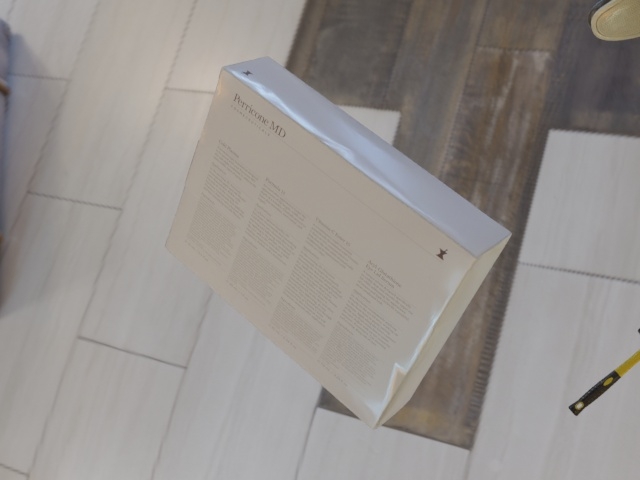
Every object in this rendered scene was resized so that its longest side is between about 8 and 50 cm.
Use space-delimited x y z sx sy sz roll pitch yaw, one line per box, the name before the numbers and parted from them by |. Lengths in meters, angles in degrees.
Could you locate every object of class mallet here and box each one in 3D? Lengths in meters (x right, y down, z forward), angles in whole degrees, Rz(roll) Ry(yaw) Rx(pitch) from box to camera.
mallet | 0.452 0.199 1.283 0.062 0.039 0.190 43 94 20

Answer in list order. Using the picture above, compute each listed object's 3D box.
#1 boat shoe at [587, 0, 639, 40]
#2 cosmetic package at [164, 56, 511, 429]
boat shoe | 0.484 -0.362 1.243 0.233 0.084 0.079 -29 41 2
cosmetic package | 0.000 0.000 1.049 0.377 0.097 0.284 39 129 19
